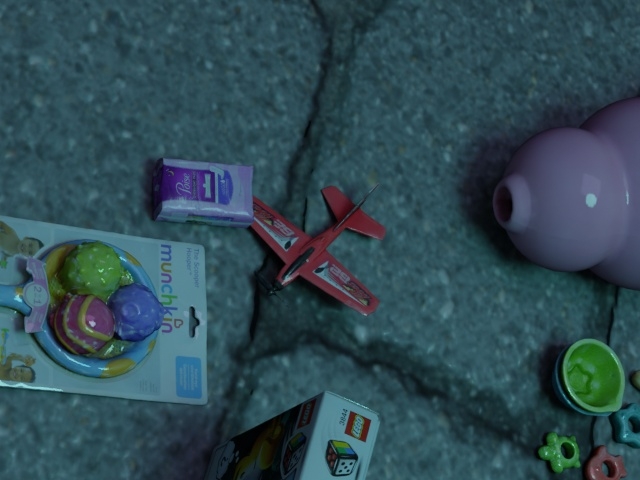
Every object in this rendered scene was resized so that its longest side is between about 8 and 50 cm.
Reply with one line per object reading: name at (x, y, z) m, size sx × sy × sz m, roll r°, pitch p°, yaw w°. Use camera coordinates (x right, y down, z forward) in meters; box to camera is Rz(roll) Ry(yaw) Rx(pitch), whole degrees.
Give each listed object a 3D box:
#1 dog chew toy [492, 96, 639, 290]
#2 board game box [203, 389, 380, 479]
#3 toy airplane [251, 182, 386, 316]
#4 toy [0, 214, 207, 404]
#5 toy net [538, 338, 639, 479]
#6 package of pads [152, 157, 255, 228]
dog chew toy at (0.313, -0.044, 1.402) m, size 0.331 × 0.206 × 0.207 m, roll -5°, pitch 73°, yaw -22°
board game box at (-0.059, 0.270, 1.071) m, size 0.053 × 0.193 × 0.305 m, roll 27°, pitch 60°, yaw -18°
toy airplane at (0.000, 0.000, 1.306) m, size 0.151 × 0.028 × 0.151 m, roll 7°, pitch 59°, yaw -12°
toy at (-0.187, 0.046, 1.171) m, size 0.237 × 0.056 × 0.137 m, roll 8°, pitch 69°, yaw -26°
toy net at (0.305, 0.171, 1.398) m, size 0.232 × 0.045 × 0.122 m, roll 15°, pitch 64°, yaw -23°
package of pads at (-0.096, -0.040, 1.264) m, size 0.083 × 0.032 × 0.050 m, roll 5°, pitch 67°, yaw -19°
